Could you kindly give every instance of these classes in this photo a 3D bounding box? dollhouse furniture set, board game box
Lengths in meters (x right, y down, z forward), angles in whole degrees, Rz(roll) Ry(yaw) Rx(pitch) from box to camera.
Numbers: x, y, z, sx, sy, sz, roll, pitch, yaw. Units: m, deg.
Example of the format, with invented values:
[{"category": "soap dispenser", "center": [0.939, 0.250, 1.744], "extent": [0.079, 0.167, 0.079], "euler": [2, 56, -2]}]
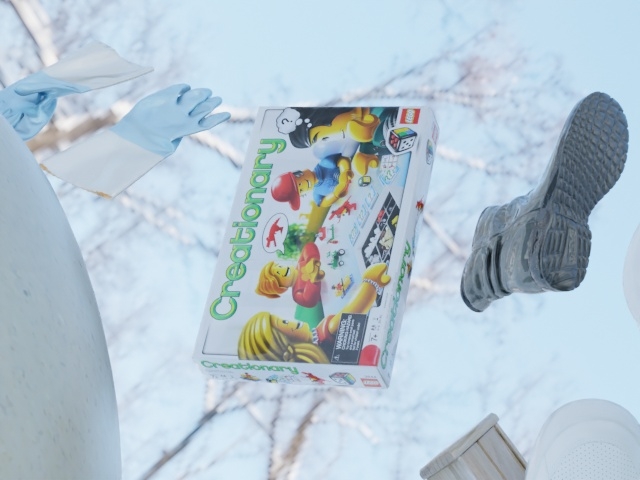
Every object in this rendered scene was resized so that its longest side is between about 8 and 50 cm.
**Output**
[{"category": "dollhouse furniture set", "center": [0.277, 0.187, 1.489], "extent": [0.355, 0.303, 0.174], "euler": [-40, -96, 32]}, {"category": "board game box", "center": [0.000, 0.000, 1.621], "extent": [0.193, 0.305, 0.053], "euler": [1, -31, 20]}]

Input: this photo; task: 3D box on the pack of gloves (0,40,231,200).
[{"category": "pack of gloves", "center": [-0.209, -0.135, 1.534], "extent": [0.195, 0.232, 0.046], "euler": [23, -55, 21]}]

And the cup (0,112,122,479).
[{"category": "cup", "center": [-0.196, 0.107, 0.485], "extent": [0.237, 0.331, 0.331], "euler": [45, -25, 55]}]

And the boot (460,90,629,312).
[{"category": "boot", "center": [0.229, -0.044, 1.729], "extent": [0.083, 0.246, 0.161], "euler": [33, -24, -26]}]

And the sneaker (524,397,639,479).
[{"category": "sneaker", "center": [0.209, 0.280, 1.221], "extent": [0.108, 0.169, 0.292], "euler": [0, -62, 0]}]

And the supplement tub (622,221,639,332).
[{"category": "supplement tub", "center": [0.364, 0.099, 1.083], "extent": [0.235, 0.235, 0.325], "euler": [5, -37, 47]}]
